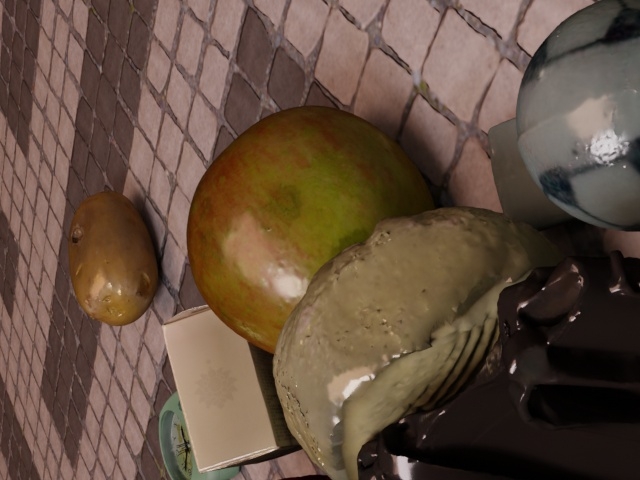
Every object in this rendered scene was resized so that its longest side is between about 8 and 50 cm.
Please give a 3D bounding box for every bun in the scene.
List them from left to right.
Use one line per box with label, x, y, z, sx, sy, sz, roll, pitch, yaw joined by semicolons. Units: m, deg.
bun;0.079;0.079;0.708;0.152;0.259;0.259;51;136;37

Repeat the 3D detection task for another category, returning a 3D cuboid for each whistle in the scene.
whistle;0.185;-0.073;0.604;0.289;0.163;0.163;-24;77;56

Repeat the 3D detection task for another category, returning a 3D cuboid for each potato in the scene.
potato;-0.335;0.030;1.435;0.150;0.146;0.234;-25;53;13

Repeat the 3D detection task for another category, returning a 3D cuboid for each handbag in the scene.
handbag;0.180;0.109;0.563;0.285;0.257;0.113;126;145;-49

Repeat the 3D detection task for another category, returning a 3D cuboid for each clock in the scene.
clock;-0.193;0.305;1.346;0.188;0.060;0.148;-42;63;52

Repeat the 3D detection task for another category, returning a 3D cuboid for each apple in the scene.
apple;0.000;0.000;0.872;0.226;0.246;0.246;40;130;26

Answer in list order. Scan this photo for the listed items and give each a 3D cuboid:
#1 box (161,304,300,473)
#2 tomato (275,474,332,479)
box;-0.085;0.167;1.020;0.212;0.095;0.168;43;-150;-73
tomato;-0.030;0.416;0.935;0.290;0.293;0.325;39;124;28
